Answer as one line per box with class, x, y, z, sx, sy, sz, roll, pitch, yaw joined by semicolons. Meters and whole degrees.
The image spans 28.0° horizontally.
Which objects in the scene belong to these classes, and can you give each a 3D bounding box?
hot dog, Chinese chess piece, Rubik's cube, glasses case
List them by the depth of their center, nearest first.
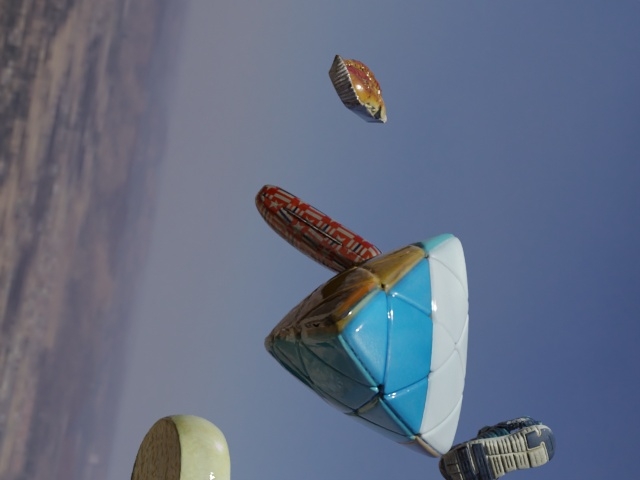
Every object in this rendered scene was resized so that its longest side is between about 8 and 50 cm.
Rubik's cube;0.047;0.141;1.395;0.254;0.254;0.254;-169;-90;-83
glasses case;0.000;0.000;1.520;0.049;0.194;0.073;-52;150;-9
hot dog;0.063;-0.229;1.976;0.192;0.053;0.099;25;42;-67
Chinese chess piece;-0.228;0.396;2.062;0.238;0.092;0.237;-35;-132;51

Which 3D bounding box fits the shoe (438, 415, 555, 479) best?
shoe;0.210;0.251;1.555;0.071;0.143;0.064;-109;180;-70
